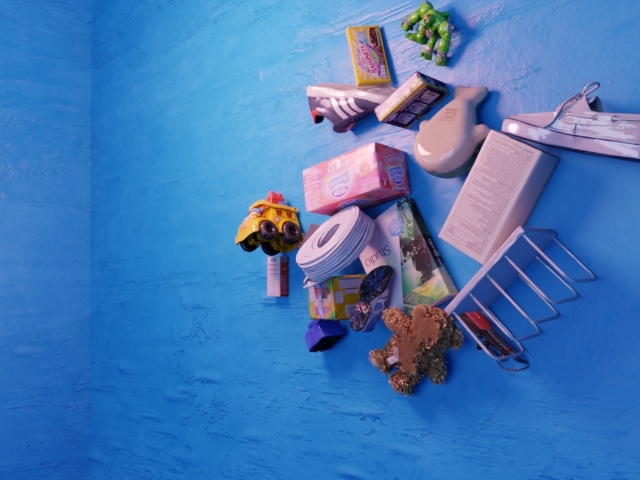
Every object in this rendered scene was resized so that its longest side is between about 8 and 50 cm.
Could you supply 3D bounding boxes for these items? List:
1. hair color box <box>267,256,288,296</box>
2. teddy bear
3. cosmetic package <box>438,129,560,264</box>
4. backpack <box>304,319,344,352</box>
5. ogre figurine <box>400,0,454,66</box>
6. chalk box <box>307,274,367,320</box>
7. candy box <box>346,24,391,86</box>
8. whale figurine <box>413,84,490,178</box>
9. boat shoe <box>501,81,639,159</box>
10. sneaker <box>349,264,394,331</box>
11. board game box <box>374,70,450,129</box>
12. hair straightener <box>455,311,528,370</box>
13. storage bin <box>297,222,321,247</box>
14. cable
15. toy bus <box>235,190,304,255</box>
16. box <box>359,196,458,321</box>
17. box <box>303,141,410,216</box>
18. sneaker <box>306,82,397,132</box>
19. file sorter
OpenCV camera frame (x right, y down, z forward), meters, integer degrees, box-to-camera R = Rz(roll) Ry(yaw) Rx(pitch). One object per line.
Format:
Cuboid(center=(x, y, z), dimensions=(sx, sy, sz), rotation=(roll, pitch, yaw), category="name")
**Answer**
Cuboid(center=(-0.151, 0.128, 2.143), dimensions=(0.072, 0.043, 0.141), rotation=(-2, 86, 44), category="hair color box")
Cuboid(center=(0.263, 0.297, 1.679), dimensions=(0.245, 0.113, 0.337), rotation=(37, 127, 33), category="teddy bear")
Cuboid(center=(0.450, -0.106, 1.541), dimensions=(0.160, 0.113, 0.309), rotation=(38, 113, 39), category="cosmetic package")
Cuboid(center=(0.007, 0.301, 1.948), dimensions=(0.120, 0.098, 0.101), rotation=(-56, 43, 41), category="backpack")
Cuboid(center=(0.312, -0.601, 1.728), dimensions=(0.118, 0.097, 0.197), rotation=(117, 148, -44), category="ogre figurine")
Cuboid(center=(0.044, 0.174, 1.872), dimensions=(0.213, 0.133, 0.131), rotation=(-8, 85, 61), category="chalk box")
Cuboid(center=(0.147, -0.570, 1.868), dimensions=(0.027, 0.105, 0.205), rotation=(104, 158, -72), category="candy box")
Cuboid(center=(0.371, -0.290, 1.641), dimensions=(0.216, 0.141, 0.271), rotation=(13, 72, 43), category="whale figurine")
Cuboid(center=(0.606, -0.284, 1.391), dimensions=(0.367, 0.136, 0.156), rotation=(20, 101, 40), category="boat shoe")
Cuboid(center=(0.156, 0.169, 1.755), dimensions=(0.080, 0.081, 0.211), rotation=(26, 88, 43), category="sneaker")
Cuboid(center=(0.261, -0.395, 1.723), dimensions=(0.170, 0.141, 0.048), rotation=(-39, 62, 34), category="board game box")
Cuboid(center=(0.443, 0.258, 1.578), dimensions=(0.230, 0.047, 0.089), rotation=(42, 145, 30), category="hair straightener")
Cuboid(center=(0.000, 0.000, 1.982), dimensions=(0.135, 0.098, 0.091), rotation=(21, 91, 42), category="storage bin")
Cuboid(center=(0.043, 0.006, 1.800), dimensions=(0.257, 0.089, 0.257), rotation=(-28, 24, 44), category="cable")
Cuboid(center=(-0.179, -0.071, 2.072), dimensions=(0.150, 0.220, 0.211), rotation=(-29, 62, 44), category="toy bus")
Cuboid(center=(0.238, 0.069, 1.768), dimensions=(0.232, 0.059, 0.321), rotation=(-39, 63, 35), category="box")
Cuboid(center=(0.105, -0.178, 1.844), dimensions=(0.300, 0.154, 0.142), rotation=(-16, 73, 41), category="box")
Cuboid(center=(0.111, -0.407, 1.895), dimensions=(0.350, 0.131, 0.148), rotation=(16, 118, 38), category="sneaker")
Cuboid(center=(0.482, 0.127, 1.442), dimensions=(0.173, 0.193, 0.277), rotation=(51, 121, 30), category="file sorter")
